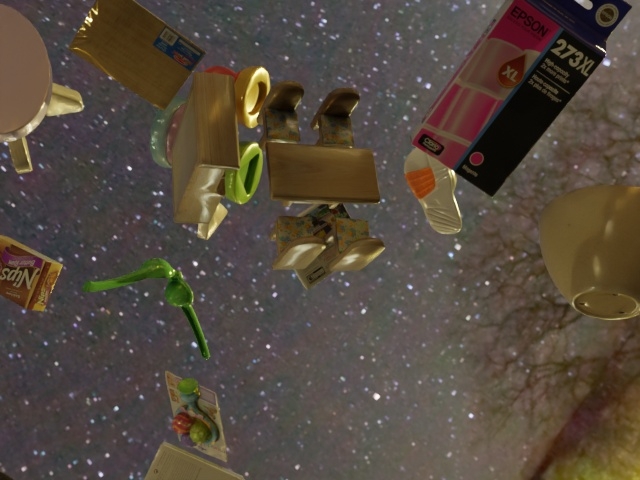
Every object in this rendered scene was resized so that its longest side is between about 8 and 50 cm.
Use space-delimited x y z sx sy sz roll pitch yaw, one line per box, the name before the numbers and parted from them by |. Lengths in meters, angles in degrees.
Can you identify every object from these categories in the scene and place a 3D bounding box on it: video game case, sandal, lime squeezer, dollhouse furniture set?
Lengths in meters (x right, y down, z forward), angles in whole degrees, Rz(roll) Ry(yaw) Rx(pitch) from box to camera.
video game case | 0.000 0.000 1.765 0.201 0.023 0.183 -34 -70 -13
sandal | 0.263 -0.126 1.542 0.265 0.102 0.076 64 -146 -40
lime squeezer | -0.259 0.097 1.136 0.310 0.059 0.110 46 -142 -50
dollhouse furniture set | -0.038 -0.091 0.783 0.242 0.212 0.161 1 -22 -21

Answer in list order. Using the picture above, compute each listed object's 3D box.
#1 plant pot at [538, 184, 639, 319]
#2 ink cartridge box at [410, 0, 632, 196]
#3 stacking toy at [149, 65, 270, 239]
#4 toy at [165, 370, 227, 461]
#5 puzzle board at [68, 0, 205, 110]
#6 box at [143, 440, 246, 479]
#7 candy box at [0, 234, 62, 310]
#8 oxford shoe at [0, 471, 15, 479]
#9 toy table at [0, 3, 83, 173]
plant pot | 0.580 0.046 1.357 0.284 0.284 0.191 60 -142 -53
ink cartridge box | 0.323 -0.267 1.108 0.371 0.176 0.069 -55 8 20
stacking toy | -0.223 -0.182 1.313 0.309 0.130 0.279 -54 -25 -50
toy | -0.283 0.402 1.481 0.056 0.137 0.237 -46 -35 -48
puzzle board | -0.211 -0.221 0.782 0.128 0.011 0.096 32 -58 -23
box | -0.227 0.438 1.211 0.091 0.170 0.130 -66 4 -18
candy box | -0.645 0.066 1.432 0.053 0.187 0.109 26 -94 -64
oxford shoe | -0.433 0.328 0.836 0.076 0.212 0.076 -62 -9 19
toy table | -0.558 -0.259 1.186 0.252 0.274 0.161 -2 -24 -13
